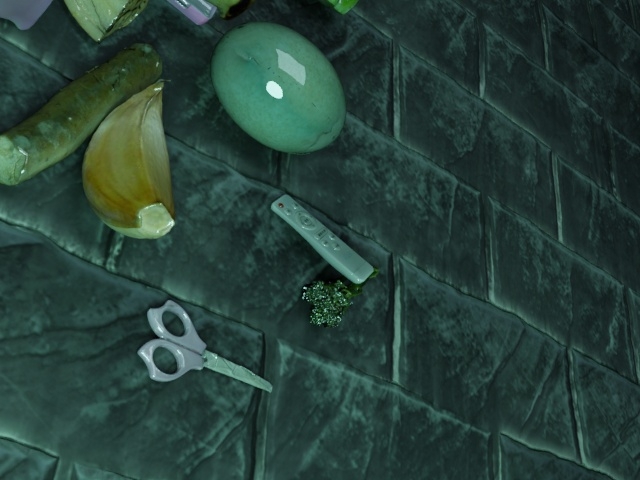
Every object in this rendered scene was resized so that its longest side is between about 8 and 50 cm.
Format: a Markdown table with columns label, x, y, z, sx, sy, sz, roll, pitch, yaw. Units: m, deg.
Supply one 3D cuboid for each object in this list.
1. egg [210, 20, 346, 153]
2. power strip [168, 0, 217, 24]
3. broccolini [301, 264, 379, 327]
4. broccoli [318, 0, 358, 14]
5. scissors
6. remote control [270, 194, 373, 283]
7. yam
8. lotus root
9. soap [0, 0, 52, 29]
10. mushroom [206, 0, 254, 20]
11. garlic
| label | x | y | z | sx | sy | sz | roll | pitch | yaw |
| --- | --- | --- | --- | --- | --- | --- | --- | --- | --- |
| egg | -0.061 | -0.230 | 1.353 | 0.236 | 0.169 | 0.169 | 37 | 46 | -21 |
| power strip | -0.174 | -0.474 | 1.432 | 0.109 | 0.037 | 0.279 | 36 | 62 | -24 |
| broccolini | 0.046 | 0.067 | 1.376 | 0.201 | 0.058 | 0.074 | -33 | 99 | -48 |
| broccoli | 0.030 | -0.550 | 1.610 | 0.294 | 0.265 | 0.245 | 22 | 88 | -27 |
| scissors | -0.143 | 0.158 | 1.168 | 0.212 | 0.021 | 0.110 | 29 | 52 | -29 |
| remote control | 0.000 | 0.000 | 1.364 | 0.184 | 0.027 | 0.050 | 41 | 36 | 6 |
| yam | -0.310 | -0.169 | 1.153 | 0.071 | 0.067 | 0.317 | 31 | 43 | 6 |
| lotus root | -0.297 | -0.373 | 1.272 | 0.159 | 0.095 | 0.135 | -39 | 93 | -8 |
| soap | -0.381 | -0.393 | 1.168 | 0.065 | 0.122 | 0.203 | 19 | 57 | -36 |
| mushroom | -0.229 | -0.452 | 1.306 | 0.333 | 0.107 | 0.087 | 38 | 38 | -2 |
| garlic | -0.245 | -0.094 | 1.139 | 0.115 | 0.128 | 0.207 | -2 | 72 | -8 |
